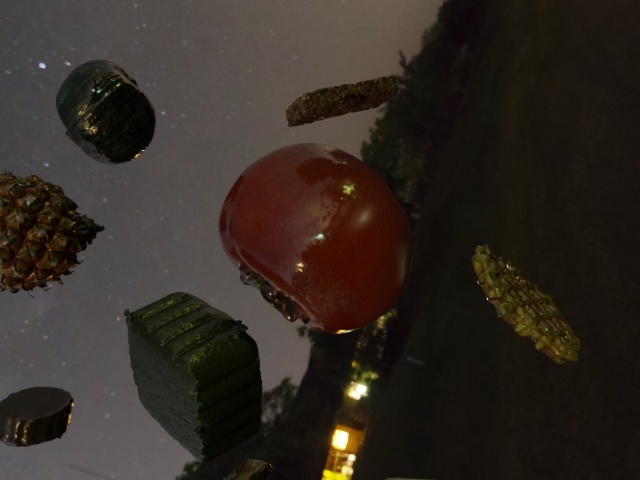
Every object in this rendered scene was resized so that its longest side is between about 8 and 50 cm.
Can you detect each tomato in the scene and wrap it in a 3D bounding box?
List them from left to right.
[{"bbox_3d":[0.000,0.000,0.998,0.273,0.341,0.341,-49,-14,-14],"label":"tomato"}]

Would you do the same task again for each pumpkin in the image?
[{"bbox_3d":[-0.619,-0.360,1.668,0.263,0.293,0.197,-40,32,-7],"label":"pumpkin"}]

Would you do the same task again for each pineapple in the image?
[{"bbox_3d":[-0.711,-0.016,1.536,0.209,0.286,0.344,20,111,56],"label":"pineapple"}]

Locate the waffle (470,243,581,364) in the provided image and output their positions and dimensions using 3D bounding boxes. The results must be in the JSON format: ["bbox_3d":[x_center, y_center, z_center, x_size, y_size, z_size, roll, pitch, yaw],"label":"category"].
[{"bbox_3d":[0.379,0.117,1.048,0.058,0.243,0.238,-52,12,22],"label":"waffle"}]

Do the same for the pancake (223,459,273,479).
[{"bbox_3d":[-0.209,0.451,0.813,0.382,0.071,0.382,-45,-9,-9],"label":"pancake"}]

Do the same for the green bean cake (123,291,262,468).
[{"bbox_3d":[-0.230,0.241,1.050,0.156,0.250,0.246,-23,-55,-37],"label":"green bean cake"}]

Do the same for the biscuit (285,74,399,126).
[{"bbox_3d":[0.038,-0.225,0.919,0.064,0.199,0.034,-32,80,58],"label":"biscuit"}]

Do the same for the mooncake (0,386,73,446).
[{"bbox_3d":[-0.901,0.559,1.801,0.228,0.228,0.124,-44,-39,-78],"label":"mooncake"}]

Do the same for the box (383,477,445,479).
[{"bbox_3d":[0.256,0.546,0.856,0.090,0.367,0.373,-45,-49,-73],"label":"box"}]
